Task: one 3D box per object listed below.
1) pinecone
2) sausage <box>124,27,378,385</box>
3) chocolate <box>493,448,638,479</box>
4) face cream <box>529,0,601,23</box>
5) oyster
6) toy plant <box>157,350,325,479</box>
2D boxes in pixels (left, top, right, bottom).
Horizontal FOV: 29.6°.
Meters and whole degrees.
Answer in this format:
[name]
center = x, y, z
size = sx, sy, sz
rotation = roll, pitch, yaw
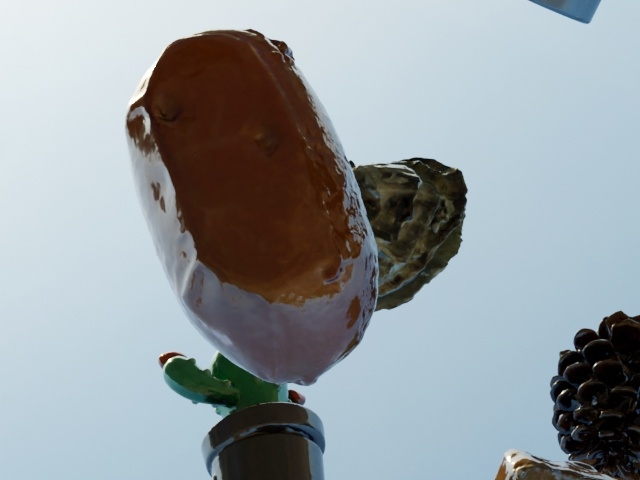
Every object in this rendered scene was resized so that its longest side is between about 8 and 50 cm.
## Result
[pinecone]
center = 0.463, 0.253, 1.831
size = 0.246, 0.246, 0.292
rotation = 3, -151, 16
[sausage]
center = -0.049, -0.025, 0.870
size = 0.153, 0.141, 0.268
rotation = -20, -111, -5
[chocolate]
center = 0.277, 0.307, 1.268
size = 0.214, 0.148, 0.093
rotation = 17, -172, -8
[face cream]
center = 0.198, -0.271, 0.794
size = 0.077, 0.250, 0.077
rotation = 21, -163, -7
[oyster]
center = -0.005, -0.001, 1.346
size = 0.351, 0.158, 0.162
rotation = -9, -153, -5
[toy plant]
center = -0.100, 0.283, 1.818
size = 0.279, 0.185, 0.400
rotation = 6, -135, -20
